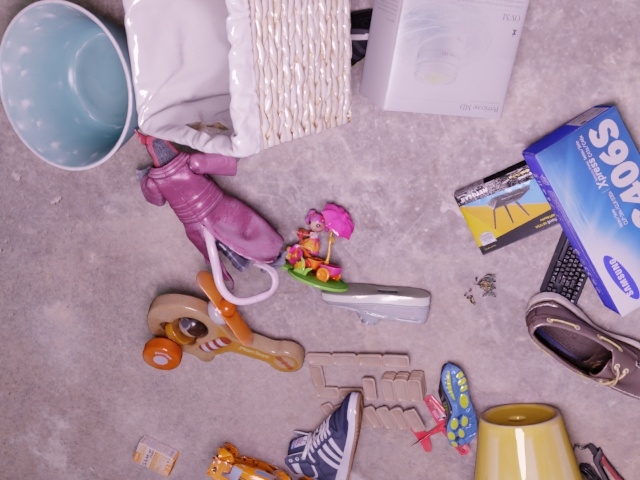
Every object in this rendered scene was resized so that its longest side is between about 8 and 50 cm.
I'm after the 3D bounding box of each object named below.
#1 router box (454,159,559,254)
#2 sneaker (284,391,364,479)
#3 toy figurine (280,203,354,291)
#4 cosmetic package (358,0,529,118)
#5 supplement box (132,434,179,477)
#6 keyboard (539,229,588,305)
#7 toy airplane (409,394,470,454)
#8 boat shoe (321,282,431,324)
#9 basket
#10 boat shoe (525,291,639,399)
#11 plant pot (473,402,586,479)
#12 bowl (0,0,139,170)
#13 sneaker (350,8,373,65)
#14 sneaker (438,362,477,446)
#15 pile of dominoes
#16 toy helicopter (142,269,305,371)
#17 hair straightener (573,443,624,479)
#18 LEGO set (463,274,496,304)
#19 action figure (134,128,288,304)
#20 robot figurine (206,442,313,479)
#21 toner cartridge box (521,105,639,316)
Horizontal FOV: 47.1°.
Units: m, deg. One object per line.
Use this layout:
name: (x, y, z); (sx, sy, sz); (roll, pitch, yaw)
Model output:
router box: (0.364, -0.068, 1.398); (0.178, 0.046, 0.133); (-25, 103, 19)
sneaker: (0.006, 0.435, 1.627); (0.153, 0.099, 0.282); (13, 125, 8)
toy figurine: (0.000, 0.000, 1.491); (0.173, 0.130, 0.159); (23, 101, 30)
cosmetic package: (0.204, -0.334, 1.240); (0.224, 0.138, 0.225); (1, 115, -17)
supplement box: (-0.404, 0.530, 1.804); (0.098, 0.036, 0.062); (25, 113, 3)
keyboard: (0.506, 0.042, 1.422); (0.108, 0.023, 0.180); (16, 114, 6)
toy airplane: (0.260, 0.416, 1.612); (0.151, 0.028, 0.151); (2, 96, 20)
boat shoe: (0.113, 0.139, 1.516); (0.227, 0.079, 0.081); (4, 107, 8)
basket: (-0.136, -0.334, 1.228); (0.328, 0.266, 0.331); (19, 118, 46)
boat shoe: (0.541, 0.227, 1.432); (0.324, 0.097, 0.117); (35, 127, -3)
plant pot: (0.418, 0.470, 1.497); (0.254, 0.254, 0.239); (-7, 92, 15)
bowl: (-0.445, -0.303, 1.413); (0.311, 0.163, 0.312); (8, 110, 22)
sneaker: (0.057, -0.361, 1.355); (0.234, 0.084, 0.097); (0, 134, 14)
sneaker: (0.288, 0.346, 1.555); (0.067, 0.078, 0.188); (-10, 100, 3)
pile of dominoes: (0.107, 0.327, 1.624); (0.251, 0.040, 0.196); (-1, 114, 22)
toy helicopter: (-0.193, 0.195, 1.572); (0.355, 0.140, 0.235); (20, 134, -12)
hair straightener: (0.605, 0.526, 1.568); (0.089, 0.047, 0.230); (-36, 99, 22)
LEGO set: (0.328, 0.094, 1.485); (0.083, 0.023, 0.054); (-26, 101, 34)
action figure: (-0.246, -0.064, 1.423); (0.248, 0.276, 0.370); (-26, 120, 21)
robot figurine: (-0.111, 0.558, 1.676); (0.291, 0.211, 0.085); (22, 81, 3)
toner cartridge box: (0.523, -0.053, 1.327); (0.165, 0.075, 0.348); (-32, 101, 2)
